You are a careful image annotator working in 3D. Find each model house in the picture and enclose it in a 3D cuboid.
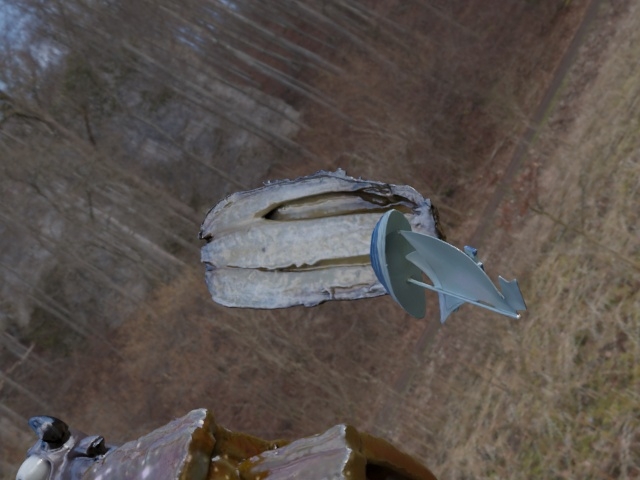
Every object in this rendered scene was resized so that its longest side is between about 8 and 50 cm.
[{"bbox_3d":[-0.043,0.215,0.421,0.199,0.229,0.220,-34,-5,36],"label":"model house"}]

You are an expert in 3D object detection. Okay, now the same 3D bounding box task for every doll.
[{"bbox_3d":[-0.315,0.340,0.933,0.117,0.258,0.181,-52,-33,-56],"label":"doll"}]

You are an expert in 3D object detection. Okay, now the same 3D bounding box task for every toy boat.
[{"bbox_3d":[0.085,0.021,0.523,0.034,0.105,0.149,-35,11,-23],"label":"toy boat"}]

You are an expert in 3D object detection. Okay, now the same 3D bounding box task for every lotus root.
[{"bbox_3d":[0.001,0.000,0.827,0.078,0.330,0.167,-1,-92,-62],"label":"lotus root"}]
